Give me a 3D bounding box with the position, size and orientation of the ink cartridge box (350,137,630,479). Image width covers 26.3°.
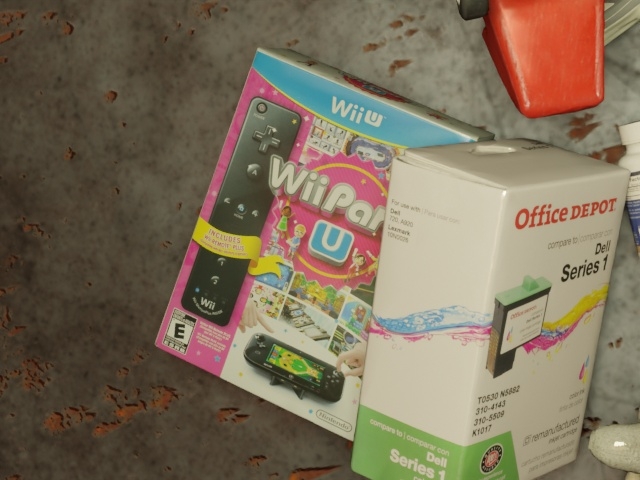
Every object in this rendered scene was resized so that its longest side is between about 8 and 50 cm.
[{"bbox_3d":[0.145,0.064,1.164,0.117,0.201,0.278,19,109,38],"label":"ink cartridge box"}]

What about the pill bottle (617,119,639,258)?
[{"bbox_3d":[0.296,-0.047,1.192,0.067,0.067,0.120,-13,93,19],"label":"pill bottle"}]

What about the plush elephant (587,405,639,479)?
[{"bbox_3d":[0.348,0.174,1.121,0.255,0.330,0.272,11,100,40],"label":"plush elephant"}]

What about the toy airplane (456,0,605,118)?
[{"bbox_3d":[0.137,-0.328,1.108,0.386,0.272,0.384,32,84,8],"label":"toy airplane"}]

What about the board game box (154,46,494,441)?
[{"bbox_3d":[0.000,0.000,1.282,0.224,0.097,0.303,24,103,13],"label":"board game box"}]

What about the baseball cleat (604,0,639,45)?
[{"bbox_3d":[0.234,-0.215,1.188,0.206,0.072,0.109,-39,81,17],"label":"baseball cleat"}]
